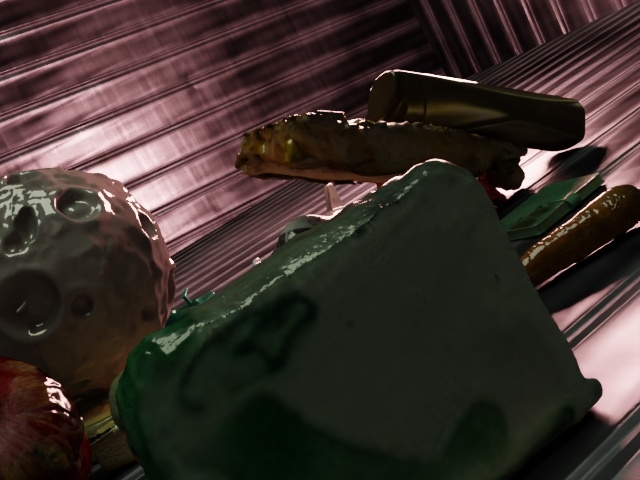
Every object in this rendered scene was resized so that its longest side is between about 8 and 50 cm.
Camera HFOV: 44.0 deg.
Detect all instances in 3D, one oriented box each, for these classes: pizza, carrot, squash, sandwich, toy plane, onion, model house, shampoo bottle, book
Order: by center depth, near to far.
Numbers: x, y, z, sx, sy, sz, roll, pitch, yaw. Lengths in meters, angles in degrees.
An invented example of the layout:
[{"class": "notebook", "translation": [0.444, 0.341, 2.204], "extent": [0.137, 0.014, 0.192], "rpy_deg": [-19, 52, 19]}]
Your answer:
[{"class": "model house", "translation": [-0.020, 0.098, 0.597], "extent": [0.267, 0.194, 0.325], "rpy_deg": [-33, 6, -18]}, {"class": "carrot", "translation": [0.232, 0.006, 0.757], "extent": [0.191, 0.047, 0.047], "rpy_deg": [-32, 9, -11]}, {"class": "onion", "translation": [-0.357, 0.222, 0.806], "extent": [0.247, 0.190, 0.246], "rpy_deg": [6, 31, -4]}, {"class": "sandwich", "translation": [-0.165, 0.187, 0.949], "extent": [0.193, 0.058, 0.162], "rpy_deg": [-29, 7, 11]}, {"class": "book", "translation": [0.272, -0.040, 0.965], "extent": [0.135, 0.017, 0.103], "rpy_deg": [-34, 10, -28]}, {"class": "squash", "translation": [-0.276, 0.225, 1.087], "extent": [0.252, 0.048, 0.252], "rpy_deg": [-28, 8, 4]}, {"class": "pizza", "translation": [0.103, -0.116, 1.142], "extent": [0.392, 0.080, 0.435], "rpy_deg": [4, 2, -20]}, {"class": "shampoo bottle", "translation": [0.229, -0.188, 1.159], "extent": [0.350, 0.084, 0.126], "rpy_deg": [3, -3, -31]}, {"class": "toy plane", "translation": [0.003, 0.005, 1.224], "extent": [0.267, 0.122, 0.267], "rpy_deg": [-30, 11, 7]}, {"class": "toy plane", "translation": [-0.299, 0.152, 1.527], "extent": [0.235, 0.060, 0.096], "rpy_deg": [-30, 16, 14]}]

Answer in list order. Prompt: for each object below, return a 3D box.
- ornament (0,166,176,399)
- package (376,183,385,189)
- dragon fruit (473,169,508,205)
[{"class": "ornament", "translation": [-0.375, 0.062, 1.106], "extent": [0.337, 0.337, 0.337], "rpy_deg": [-28, 9, 5]}, {"class": "package", "translation": [0.220, -0.160, 1.522], "extent": [0.224, 0.108, 0.288], "rpy_deg": [-22, 18, 12]}, {"class": "dragon fruit", "translation": [0.148, -0.034, 1.019], "extent": [0.192, 0.122, 0.092], "rpy_deg": [-36, -1, -28]}]
